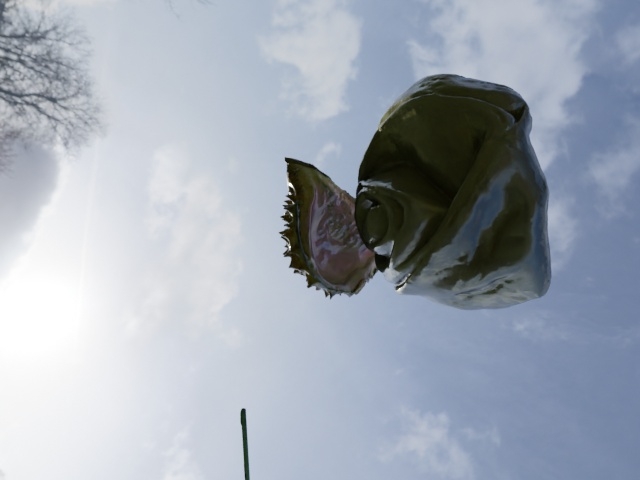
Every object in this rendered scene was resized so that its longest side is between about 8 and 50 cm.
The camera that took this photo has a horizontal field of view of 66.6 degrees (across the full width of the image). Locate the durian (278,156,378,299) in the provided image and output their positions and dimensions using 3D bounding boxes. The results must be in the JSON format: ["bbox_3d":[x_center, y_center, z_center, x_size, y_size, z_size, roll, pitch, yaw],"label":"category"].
[{"bbox_3d":[0.006,0.014,0.908,0.186,0.305,0.195,-23,-136,22],"label":"durian"}]

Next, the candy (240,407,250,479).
[{"bbox_3d":[-0.080,0.283,0.545,0.049,0.056,0.184,-8,-100,24],"label":"candy"}]

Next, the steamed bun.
[{"bbox_3d":[0.181,-0.060,0.771,0.255,0.342,0.367,-12,-88,-1],"label":"steamed bun"}]
